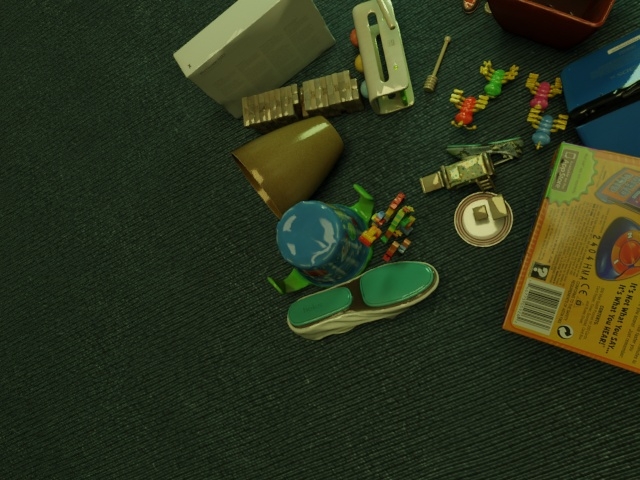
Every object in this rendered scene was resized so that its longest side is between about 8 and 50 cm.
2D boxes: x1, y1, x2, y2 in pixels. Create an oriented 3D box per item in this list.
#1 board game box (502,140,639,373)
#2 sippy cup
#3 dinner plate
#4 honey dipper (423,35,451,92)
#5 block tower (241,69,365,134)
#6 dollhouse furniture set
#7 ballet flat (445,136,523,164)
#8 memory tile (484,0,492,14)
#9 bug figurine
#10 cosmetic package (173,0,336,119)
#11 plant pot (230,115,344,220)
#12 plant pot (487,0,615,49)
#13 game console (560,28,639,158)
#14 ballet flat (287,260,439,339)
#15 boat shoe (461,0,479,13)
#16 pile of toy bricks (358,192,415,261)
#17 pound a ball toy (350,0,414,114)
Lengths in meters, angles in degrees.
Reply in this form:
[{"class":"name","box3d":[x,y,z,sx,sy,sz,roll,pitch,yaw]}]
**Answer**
[{"class":"board game box","box3d":[0.597,0.031,1.052,0.356,0.356,0.356,18,101,19]},{"class":"sippy cup","box3d":[0.000,0.000,1.359,0.240,0.224,0.305,8,83,18]},{"class":"dinner plate","box3d":[0.411,-0.053,1.344,0.141,0.017,0.141,-3,80,17]},{"class":"honey dipper","box3d":[0.318,-0.479,1.436,0.030,0.030,0.160,19,86,20]},{"class":"block tower","box3d":[-0.050,-0.386,1.507,0.336,0.097,0.090,-9,79,14]},{"class":"dollhouse furniture set","box3d":[0.345,-0.109,1.305,0.182,0.101,0.160,-19,84,25]},{"class":"ballet flat","box3d":[0.415,-0.220,1.348,0.188,0.070,0.070,-4,80,21]},{"class":"memory tile","box3d":[0.496,-0.677,1.418,0.113,0.012,0.148,2,82,18]},{"class":"bug figurine","box3d":[0.475,-0.336,1.323,0.279,0.072,0.216,22,69,21]},{"class":"cosmetic package","box3d":[-0.169,-0.531,1.466,0.377,0.284,0.097,-35,73,9]},{"class":"plant pot","box3d":[-0.070,-0.216,1.431,0.254,0.237,0.237,-39,71,-6]},{"class":"plant pot","box3d":[0.560,-0.608,1.262,0.267,0.236,0.267,27,89,14]},{"class":"game console","box3d":[0.717,-0.316,1.167,0.293,0.173,0.250,-23,47,37]},{"class":"ballet flat","box3d":[0.112,0.160,1.352,0.400,0.139,0.139,-20,76,14]},{"class":"boat shoe","box3d":[0.412,-0.683,1.431,0.049,0.043,0.137,16,88,18]},{"class":"pile of toy bricks","box3d":[0.190,-0.046,1.310,0.118,0.212,0.105,37,128,12]},{"class":"pound a ball toy","box3d":[0.143,-0.521,1.404,0.136,0.208,0.319,-13,78,15]}]
